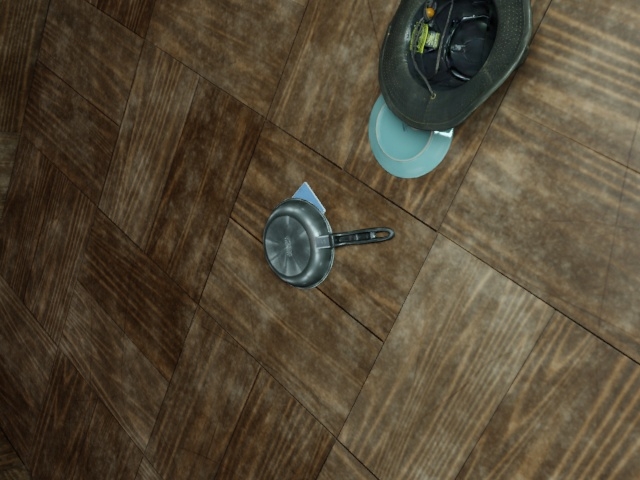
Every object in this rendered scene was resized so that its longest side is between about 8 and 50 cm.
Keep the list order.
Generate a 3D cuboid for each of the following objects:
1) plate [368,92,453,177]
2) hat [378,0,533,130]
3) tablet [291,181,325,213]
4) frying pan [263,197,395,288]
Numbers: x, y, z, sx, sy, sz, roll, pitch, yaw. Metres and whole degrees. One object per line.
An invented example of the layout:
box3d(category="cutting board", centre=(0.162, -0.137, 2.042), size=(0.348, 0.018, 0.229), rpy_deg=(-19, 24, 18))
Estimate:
box3d(category="plate", centre=(0.160, -0.210, 1.272), size=(0.188, 0.024, 0.188), rpy_deg=(2, 94, 41))
box3d(category="hat", centre=(0.244, -0.316, 1.123), size=(0.331, 0.134, 0.331), rpy_deg=(-18, 68, 53))
box3d(category="tablet", centre=(-0.025, -0.076, 1.448), size=(0.054, 0.006, 0.083), rpy_deg=(-48, 64, 31))
box3d(category="frying pan", centre=(-0.006, 0.027, 1.415), size=(0.326, 0.053, 0.197), rpy_deg=(22, 112, 37))
